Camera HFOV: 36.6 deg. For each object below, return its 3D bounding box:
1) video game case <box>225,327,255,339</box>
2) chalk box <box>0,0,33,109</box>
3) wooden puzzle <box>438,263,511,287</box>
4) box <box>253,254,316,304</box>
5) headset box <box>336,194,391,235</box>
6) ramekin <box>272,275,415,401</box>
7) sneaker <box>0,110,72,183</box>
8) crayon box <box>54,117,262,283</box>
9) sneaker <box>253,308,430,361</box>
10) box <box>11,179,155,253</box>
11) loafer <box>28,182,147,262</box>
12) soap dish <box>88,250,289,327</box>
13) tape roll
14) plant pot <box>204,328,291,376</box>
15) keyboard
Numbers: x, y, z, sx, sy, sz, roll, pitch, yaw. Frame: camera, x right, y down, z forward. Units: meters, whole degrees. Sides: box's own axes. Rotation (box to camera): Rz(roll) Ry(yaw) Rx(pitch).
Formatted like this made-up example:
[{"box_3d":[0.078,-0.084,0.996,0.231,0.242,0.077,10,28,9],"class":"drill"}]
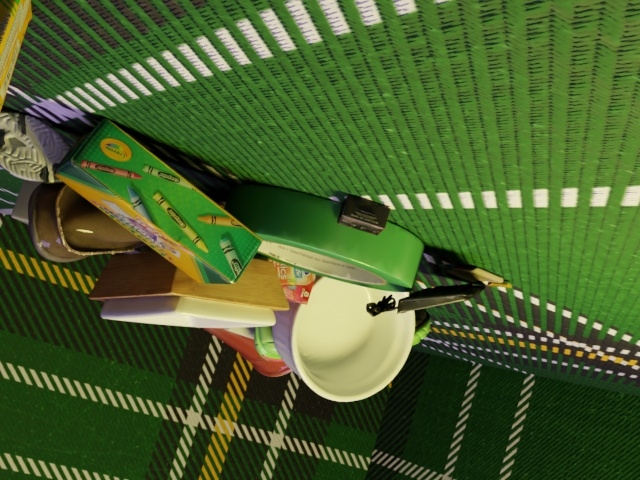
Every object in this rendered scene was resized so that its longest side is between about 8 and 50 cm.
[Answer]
[{"box_3d":[-0.110,0.121,2.109,0.023,0.201,0.183,19,175,38],"class":"video game case"},{"box_3d":[-0.365,-0.187,0.808,0.213,0.132,0.132,17,172,-14],"class":"chalk box"},{"box_3d":[0.258,0.056,1.609,0.116,0.014,0.078,23,165,-38],"class":"wooden puzzle"},{"box_3d":[-0.124,0.034,1.813,0.122,0.128,0.257,23,169,-37],"class":"box"},{"box_3d":[0.059,-0.035,1.329,0.062,0.032,0.083,17,173,-3],"class":"headset box"},{"box_3d":[0.038,0.167,1.916,0.277,0.277,0.135,21,178,-30],"class":"ramekin"},{"box_3d":[-0.474,-0.143,1.475,0.235,0.094,0.153,12,178,-3],"class":"sneaker"},{"box_3d":[-0.233,-0.048,1.377,0.278,0.081,0.165,38,164,-17],"class":"crayon box"},{"box_3d":[0.067,0.155,2.133,0.483,0.202,0.185,1,171,-43],"class":"sneaker"},{"box_3d":[-0.408,-0.052,1.825,0.311,0.121,0.148,13,171,24],"class":"box"},{"box_3d":[-0.307,-0.049,1.533,0.130,0.134,0.366,-7,-176,29],"class":"loafer"},{"box_3d":[-0.227,0.083,1.650,0.229,0.118,0.291,10,169,-38],"class":"soap dish"},{"box_3d":[0.000,0.000,1.525,0.321,0.077,0.321,16,173,2],"class":"tape roll"},{"box_3d":[-0.165,0.144,2.267,0.265,0.272,0.272,34,163,-37],"class":"plant pot"},{"box_3d":[0.170,0.097,1.629,0.201,0.033,0.317,-12,176,12],"class":"keyboard"}]
